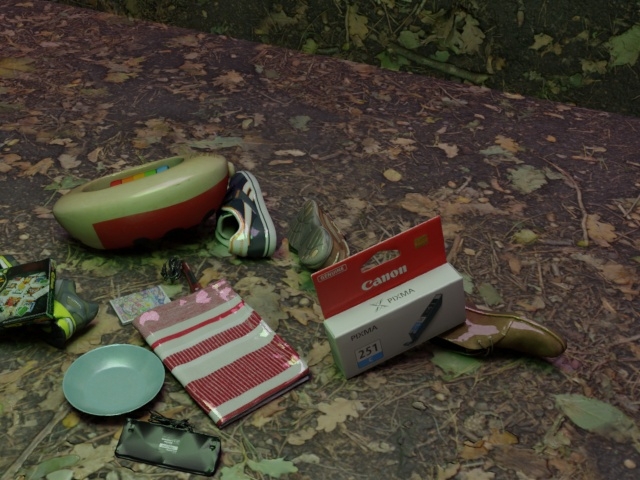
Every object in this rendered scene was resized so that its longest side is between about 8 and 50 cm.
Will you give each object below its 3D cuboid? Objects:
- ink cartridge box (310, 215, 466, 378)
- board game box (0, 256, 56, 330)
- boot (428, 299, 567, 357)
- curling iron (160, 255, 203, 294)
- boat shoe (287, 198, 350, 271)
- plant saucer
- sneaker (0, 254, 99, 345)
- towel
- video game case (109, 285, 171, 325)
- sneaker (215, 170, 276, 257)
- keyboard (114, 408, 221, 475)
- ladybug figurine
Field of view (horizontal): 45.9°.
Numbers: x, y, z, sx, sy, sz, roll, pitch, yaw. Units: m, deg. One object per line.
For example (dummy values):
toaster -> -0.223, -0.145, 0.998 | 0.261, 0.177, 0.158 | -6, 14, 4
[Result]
ink cartridge box -> 0.147, 0.120, 1.533 | 0.296, 0.261, 0.066 | -25, 41, -11
board game box -> -0.673, 0.125, 1.572 | 0.260, 0.030, 0.136 | -12, 64, 11
boot -> 0.373, 0.215, 1.642 | 0.305, 0.112, 0.115 | 14, 51, 24
curling iron -> -0.292, 0.129, 1.733 | 0.068, 0.035, 0.274 | -32, 50, -12
boat shoe -> 0.000, 0.000, 1.899 | 0.116, 0.123, 0.324 | 31, 18, -21
plant saucer -> -0.405, 0.283, 1.490 | 0.195, 0.037, 0.195 | 4, 34, -3
sneaker -> -0.609, 0.121, 1.660 | 0.300, 0.111, 0.121 | 34, 35, 27
towel -> -0.208, 0.221, 1.575 | 0.237, 0.037, 0.329 | -25, 50, -33
video game case -> -0.404, 0.146, 1.710 | 0.122, 0.011, 0.087 | -17, 40, -28
sneaker -> -0.214, -0.078, 1.954 | 0.128, 0.126, 0.321 | -3, 37, -20
keyboard -> -0.273, 0.373, 1.392 | 0.192, 0.038, 0.100 | 11, 58, 7
ladybug figurine -> -0.422, -0.094, 1.861 | 0.450, 0.161, 0.305 | -16, 17, -1
